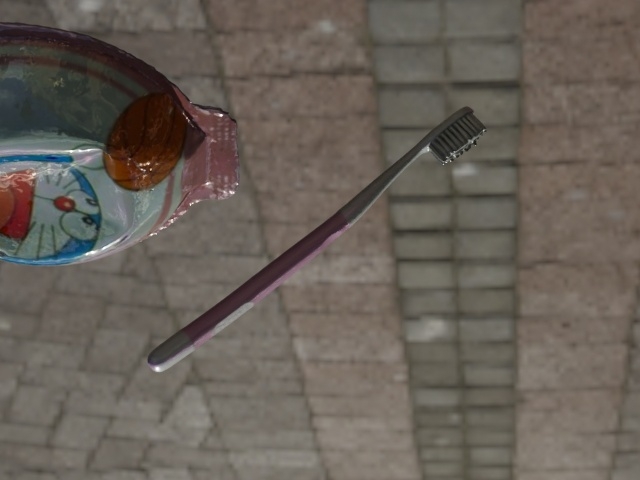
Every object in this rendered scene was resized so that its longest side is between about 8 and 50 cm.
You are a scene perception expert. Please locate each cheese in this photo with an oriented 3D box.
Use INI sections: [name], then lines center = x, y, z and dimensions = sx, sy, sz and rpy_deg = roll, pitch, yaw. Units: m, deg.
[cheese]
center = -0.184, -0.046, 0.800
dimensions = 0.286, 0.074, 0.189
rpy_deg = 1, 142, -3

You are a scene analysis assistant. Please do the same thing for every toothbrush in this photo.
[toothbrush]
center = 0.000, 0.000, 1.080
dimensions = 0.286, 0.025, 0.020
rpy_deg = -38, 159, -11
